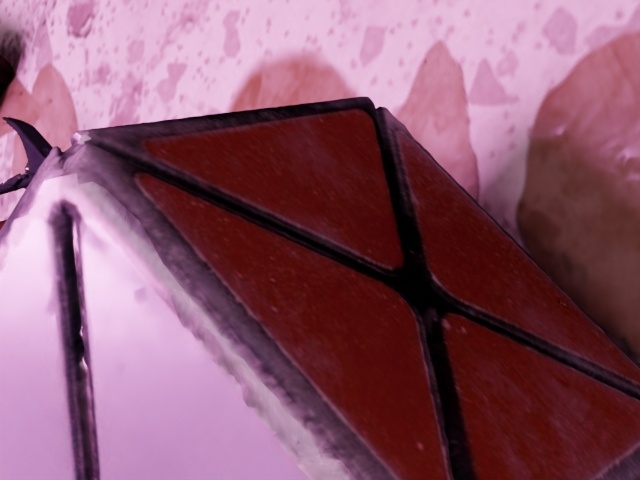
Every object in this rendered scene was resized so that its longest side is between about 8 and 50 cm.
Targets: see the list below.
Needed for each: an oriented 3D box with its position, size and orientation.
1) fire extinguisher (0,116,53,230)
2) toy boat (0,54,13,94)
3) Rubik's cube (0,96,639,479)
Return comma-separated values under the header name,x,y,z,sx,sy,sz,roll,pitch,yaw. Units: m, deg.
name,x,y,z,sx,sy,sz,roll,pitch,yaw
fire extinguisher,-0.219,0.073,0.985,0.138,0.102,0.343,-6,80,47
toy boat,-0.390,-0.123,1.162,0.309,0.142,0.129,-21,67,43
Rubik's cube,-0.027,0.106,0.631,0.255,0.259,0.260,47,117,18
